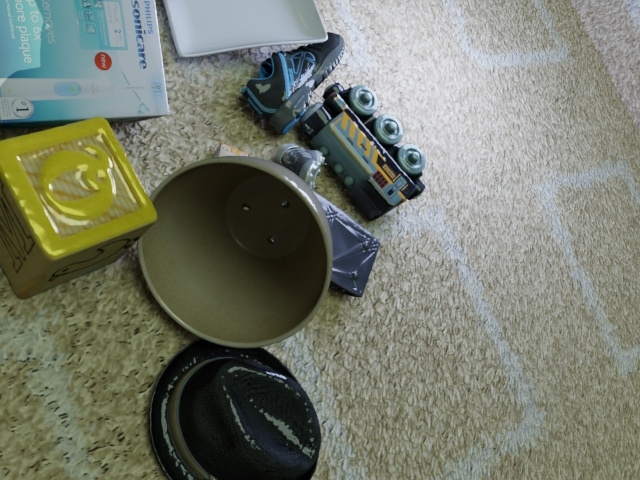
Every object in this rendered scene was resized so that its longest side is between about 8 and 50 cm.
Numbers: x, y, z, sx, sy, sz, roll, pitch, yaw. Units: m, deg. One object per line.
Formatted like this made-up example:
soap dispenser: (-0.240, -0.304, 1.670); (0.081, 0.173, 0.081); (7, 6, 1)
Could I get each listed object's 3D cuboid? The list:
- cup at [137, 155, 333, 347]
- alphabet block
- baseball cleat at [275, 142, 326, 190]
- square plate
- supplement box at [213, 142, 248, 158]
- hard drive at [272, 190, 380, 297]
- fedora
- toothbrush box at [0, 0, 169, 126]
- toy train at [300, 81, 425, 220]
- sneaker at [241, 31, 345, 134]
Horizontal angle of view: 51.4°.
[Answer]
cup: (-0.122, -0.011, 1.186); (0.331, 0.331, 0.237); (48, 22, -8)
alphabet block: (-0.407, -0.050, 1.043); (0.192, 0.197, 0.193); (-29, 88, -40)
baseball cleat: (-0.049, -0.155, 1.397); (0.109, 0.072, 0.206); (18, 15, 2)
square plate: (-0.194, -0.568, 1.490); (0.347, 0.049, 0.344); (-13, 76, -22)
supplement box: (-0.188, -0.141, 1.348); (0.062, 0.036, 0.098); (21, 58, -26)
hard drive: (0.000, 0.000, 1.406); (0.255, 0.054, 0.172); (34, 53, -17)
fedora: (-0.112, 0.303, 1.120); (0.334, 0.152, 0.334); (16, 60, -30)
toothbrush box: (-0.432, -0.310, 1.149); (0.295, 0.126, 0.216); (-11, 100, -40)
toy train: (0.100, -0.205, 1.529); (0.334, 0.142, 0.190); (50, 59, -6)
sneaker: (-0.053, -0.393, 1.509); (0.140, 0.125, 0.341); (37, 50, -11)
